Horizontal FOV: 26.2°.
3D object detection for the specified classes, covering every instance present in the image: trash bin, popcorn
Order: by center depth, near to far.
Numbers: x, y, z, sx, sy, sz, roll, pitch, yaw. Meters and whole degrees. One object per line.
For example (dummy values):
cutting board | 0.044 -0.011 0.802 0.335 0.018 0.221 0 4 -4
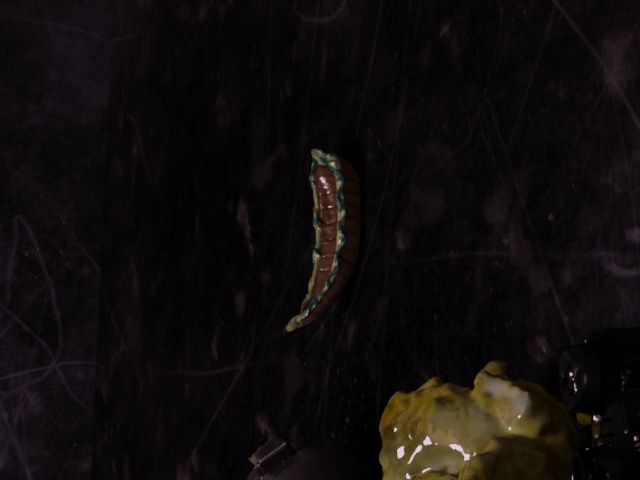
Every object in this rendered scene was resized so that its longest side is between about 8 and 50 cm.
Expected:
popcorn | 0.193 0.268 1.551 0.293 0.237 0.293 -175 90 -73
trash bin | 0.029 0.423 1.899 0.252 0.203 0.301 59 171 -29

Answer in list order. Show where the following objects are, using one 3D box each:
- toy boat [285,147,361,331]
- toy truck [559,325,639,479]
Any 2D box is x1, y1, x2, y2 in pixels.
toy boat | 0.010 0.005 2.129 0.108 0.099 0.293 -18 62 63
toy truck | 0.321 0.211 1.431 0.165 0.147 0.224 97 169 -64
